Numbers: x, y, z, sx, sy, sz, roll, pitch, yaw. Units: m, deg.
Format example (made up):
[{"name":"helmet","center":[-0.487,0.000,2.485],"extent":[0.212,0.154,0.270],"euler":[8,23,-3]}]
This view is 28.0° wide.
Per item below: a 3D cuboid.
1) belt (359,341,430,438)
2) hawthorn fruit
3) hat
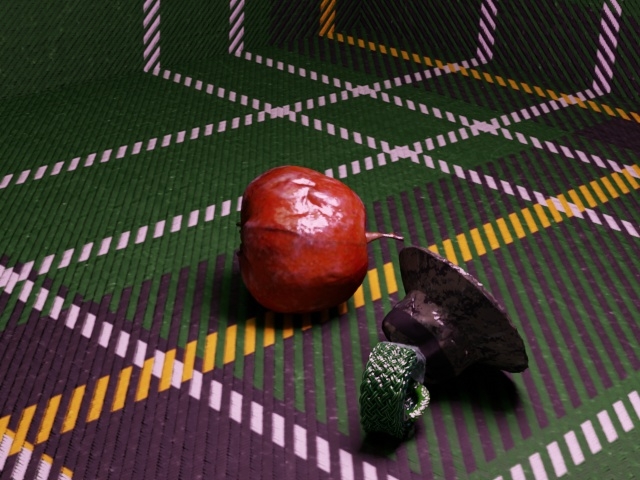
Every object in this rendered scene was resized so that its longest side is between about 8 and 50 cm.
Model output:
[{"name":"belt","center":[0.107,0.199,1.731],"extent":[0.079,0.121,0.151],"euler":[7,18,14]},{"name":"hawthorn fruit","center":[0.000,0.000,2.053],"extent":[0.272,0.242,0.242],"euler":[2,23,-2]},{"name":"hat","center":[0.165,0.134,1.853],"extent":[0.128,0.265,0.265],"euler":[-39,37,-13]}]
